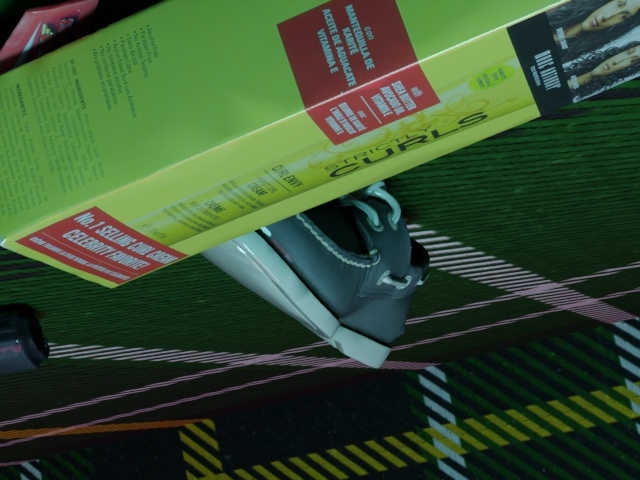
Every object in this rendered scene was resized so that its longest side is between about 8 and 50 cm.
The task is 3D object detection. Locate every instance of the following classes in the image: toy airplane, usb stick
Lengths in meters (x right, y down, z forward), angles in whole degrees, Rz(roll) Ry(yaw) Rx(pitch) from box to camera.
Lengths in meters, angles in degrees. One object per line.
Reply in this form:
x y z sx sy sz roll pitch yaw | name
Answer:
-0.089 -0.057 0.449 0.151 0.028 0.151 -14 163 -4 | toy airplane
-0.345 0.097 0.909 0.277 0.045 0.077 -11 167 -4 | usb stick

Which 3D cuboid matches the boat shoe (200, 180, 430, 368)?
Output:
0.000 0.000 0.744 0.099 0.116 0.319 -55 159 -3 | boat shoe

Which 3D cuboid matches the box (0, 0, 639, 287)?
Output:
0.007 -0.056 0.397 0.232 0.058 0.087 -21 162 11 | box
